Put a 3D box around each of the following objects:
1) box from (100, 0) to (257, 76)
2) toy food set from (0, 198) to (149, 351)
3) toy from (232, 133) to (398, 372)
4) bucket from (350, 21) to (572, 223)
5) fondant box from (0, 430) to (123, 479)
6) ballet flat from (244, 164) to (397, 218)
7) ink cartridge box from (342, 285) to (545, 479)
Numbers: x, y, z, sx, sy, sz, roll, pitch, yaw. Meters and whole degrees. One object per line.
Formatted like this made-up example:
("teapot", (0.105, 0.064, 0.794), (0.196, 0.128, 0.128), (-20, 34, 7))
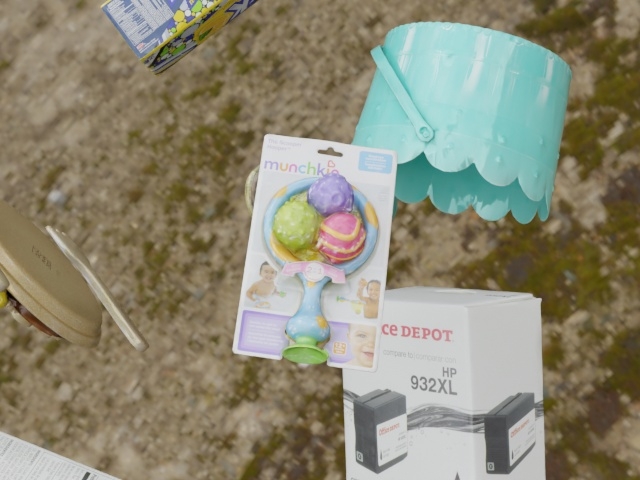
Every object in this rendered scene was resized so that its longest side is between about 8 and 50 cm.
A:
("box", (-0.076, -0.197, 0.894), (0.169, 0.059, 0.054), (-36, 84, 1))
("toy food set", (-0.183, 0.020, 0.722), (0.038, 0.192, 0.132), (-42, 65, 3))
("toy", (0.000, 0.000, 1.145), (0.137, 0.056, 0.237), (8, 68, -2))
("bucket", (0.174, -0.143, 1.489), (0.281, 0.281, 0.183), (7, 79, 43))
("fondant box", (-0.267, 0.332, 1.180), (0.096, 0.330, 0.238), (-62, -8, -58))
("ballet flat", (-0.023, -0.055, 1.756), (0.123, 0.348, 0.123), (0, 90, 37))
("ink cartridge box", (0.142, 0.216, 1.423), (0.223, 0.129, 0.307), (1, 94, 52))
